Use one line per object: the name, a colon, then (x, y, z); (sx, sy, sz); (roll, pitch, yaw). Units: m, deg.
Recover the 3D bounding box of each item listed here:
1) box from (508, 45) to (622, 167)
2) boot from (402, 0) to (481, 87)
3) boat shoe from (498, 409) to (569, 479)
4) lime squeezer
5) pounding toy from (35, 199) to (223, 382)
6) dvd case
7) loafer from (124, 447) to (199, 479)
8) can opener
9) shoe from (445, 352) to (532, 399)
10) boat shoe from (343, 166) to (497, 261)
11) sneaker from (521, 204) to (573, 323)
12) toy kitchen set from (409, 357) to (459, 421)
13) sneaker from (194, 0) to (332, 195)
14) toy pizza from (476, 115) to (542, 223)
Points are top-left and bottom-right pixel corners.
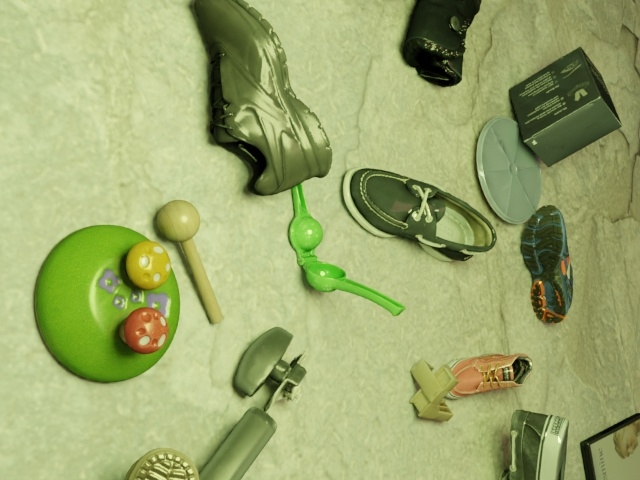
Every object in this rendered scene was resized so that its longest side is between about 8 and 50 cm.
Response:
box: (0.450, -0.247, 1.661); (0.093, 0.156, 0.158); (39, 33, -35)
boot: (0.181, -0.399, 1.494); (0.246, 0.094, 0.207); (46, 49, -37)
boat shoe: (0.342, 0.422, 1.496); (0.113, 0.105, 0.306); (-43, 138, -53)
lime squeezer: (0.000, 0.000, 1.241); (0.059, 0.110, 0.310); (-16, 63, -30)
pounding toy: (-0.193, 0.057, 1.021); (0.237, 0.110, 0.182); (-28, 103, -44)
dvd case: (0.608, 0.465, 1.815); (0.253, 0.022, 0.180); (-8, 88, -45)
loafer: (-0.210, 0.352, 0.963); (0.102, 0.092, 0.268); (29, 75, -8)
can opener: (-0.100, 0.234, 1.124); (0.093, 0.074, 0.280); (32, 53, 3)
shoe: (0.276, 0.220, 1.484); (0.178, 0.081, 0.063); (-8, 88, -46)
boat shoe: (0.162, -0.047, 1.412); (0.303, 0.091, 0.114); (18, 70, -42)
sneaker: (0.432, 0.040, 1.683); (0.087, 0.083, 0.221); (-23, 112, -55)
toy kitchen set: (0.186, 0.227, 1.406); (0.075, 0.083, 0.068); (19, 28, -42)
sneaker: (-0.098, -0.189, 1.170); (0.130, 0.109, 0.286); (-30, 93, -19)
toy pizza: (0.342, -0.128, 1.652); (0.201, 0.032, 0.201); (10, 76, -43)
